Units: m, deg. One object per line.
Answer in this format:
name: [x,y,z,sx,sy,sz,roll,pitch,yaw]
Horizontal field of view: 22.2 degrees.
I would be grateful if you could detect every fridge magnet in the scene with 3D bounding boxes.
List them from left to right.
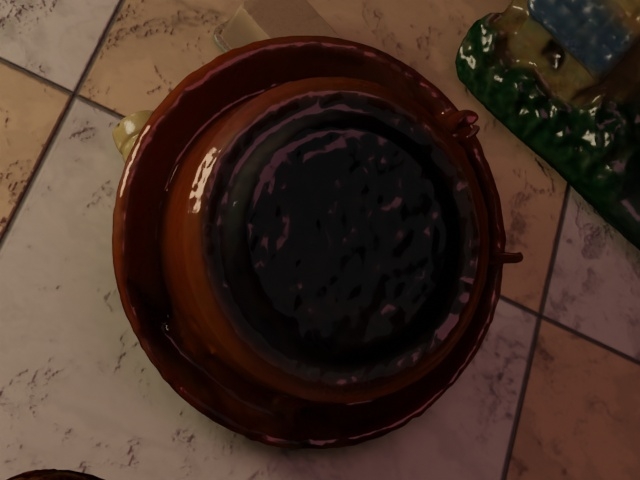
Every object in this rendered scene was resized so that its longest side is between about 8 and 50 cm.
fridge magnet: [0.000,0.000,1.408,0.364,0.155,0.363,1,87,-20]

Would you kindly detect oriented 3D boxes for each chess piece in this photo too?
chess piece: [-0.149,-0.058,1.484,0.066,0.066,0.122,-11,60,-30]

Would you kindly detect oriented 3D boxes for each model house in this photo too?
model house: [0.415,-0.211,1.667,0.335,0.342,0.382,-33,77,-38]

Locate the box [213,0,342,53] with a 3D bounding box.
box: [-0.035,-0.195,1.623,0.089,0.062,0.122,-35,79,-37]

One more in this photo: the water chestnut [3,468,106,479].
water chestnut: [-0.177,0.264,1.158,0.224,0.238,0.223,11,46,-11]
